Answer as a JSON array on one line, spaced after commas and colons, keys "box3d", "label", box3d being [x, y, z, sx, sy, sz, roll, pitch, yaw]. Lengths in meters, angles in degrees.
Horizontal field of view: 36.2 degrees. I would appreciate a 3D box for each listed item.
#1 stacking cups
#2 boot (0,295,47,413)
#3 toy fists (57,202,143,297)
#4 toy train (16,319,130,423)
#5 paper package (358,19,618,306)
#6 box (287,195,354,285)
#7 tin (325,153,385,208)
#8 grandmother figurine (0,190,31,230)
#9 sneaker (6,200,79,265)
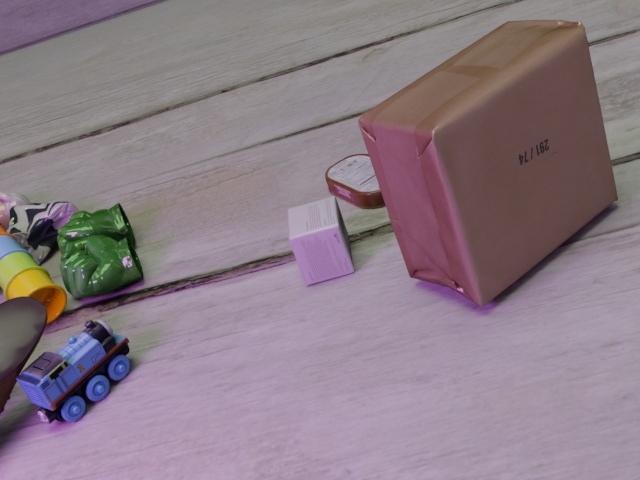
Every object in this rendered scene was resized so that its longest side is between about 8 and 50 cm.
[{"box3d": [-0.587, 0.039, 1.842, 0.096, 0.096, 0.316, -33, 49, -20], "label": "stacking cups"}, {"box3d": [-0.519, 0.224, 1.506, 0.112, 0.115, 0.305, 21, 62, 17], "label": "boot"}, {"box3d": [-0.430, 0.017, 1.864, 0.142, 0.096, 0.279, -25, 32, -5], "label": "toy fists"}, {"box3d": [-0.377, 0.201, 1.526, 0.080, 0.105, 0.184, 10, 43, 41], "label": "toy train"}, {"box3d": [0.260, -0.119, 1.451, 0.325, 0.309, 0.168, -35, 31, -24], "label": "paper package"}, {"box3d": [0.000, 0.000, 1.624, 0.087, 0.102, 0.101, -15, 31, 6], "label": "box"}, {"box3d": [0.082, -0.112, 1.821, 0.106, 0.040, 0.190, -37, 34, -18], "label": "tin"}, {"box3d": [-0.782, -0.004, 2.118, 0.342, 0.104, 0.208, -33, 60, -25], "label": "grandmother figurine"}, {"box3d": [-0.622, -0.006, 2.027, 0.235, 0.094, 0.153, -45, 30, -24], "label": "sneaker"}]
